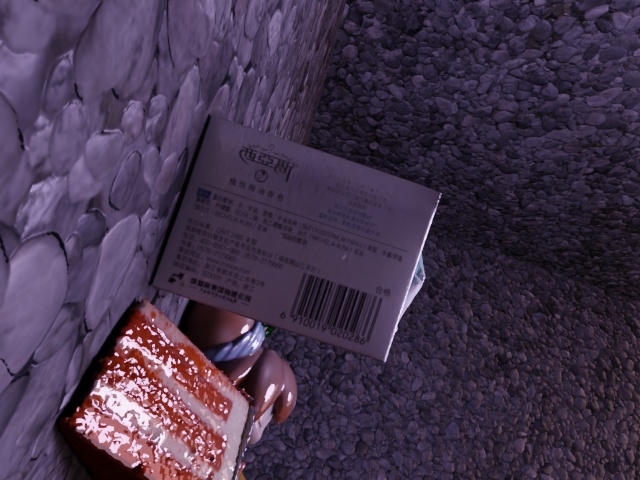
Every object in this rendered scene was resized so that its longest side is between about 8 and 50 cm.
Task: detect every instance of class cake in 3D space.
[{"bbox_3d":[-0.211,0.189,0.498,0.158,0.160,0.262,-74,150,-42],"label":"cake"}]

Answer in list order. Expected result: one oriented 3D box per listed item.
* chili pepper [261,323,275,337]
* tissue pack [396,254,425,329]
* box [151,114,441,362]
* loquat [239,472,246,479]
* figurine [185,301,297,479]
[{"bbox_3d":[-0.172,0.186,1.417,0.233,0.249,0.256,-56,180,27],"label":"chili pepper"},{"bbox_3d":[0.000,-0.001,0.817,0.266,0.357,0.193,-77,-173,-59],"label":"tissue pack"},{"bbox_3d":[-0.027,-0.002,0.524,0.116,0.274,0.203,155,-48,-88],"label":"box"},{"bbox_3d":[-0.261,0.569,0.916,0.235,0.235,0.234,-161,-90,-87],"label":"loquat"},{"bbox_3d":[-0.185,0.308,0.715,0.388,0.248,0.276,-61,178,-44],"label":"figurine"}]
